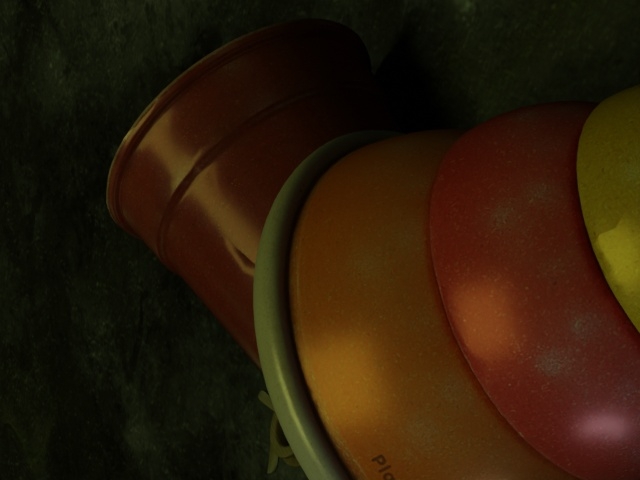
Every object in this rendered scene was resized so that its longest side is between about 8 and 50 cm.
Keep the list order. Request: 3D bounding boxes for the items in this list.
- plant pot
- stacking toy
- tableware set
[{"bbox_3d":[0.000,0.000,1.438,0.265,0.272,0.272,53,141,26],"label":"plant pot"},{"bbox_3d":[0.224,0.015,1.080,0.480,0.351,0.350,-27,73,39],"label":"stacking toy"},{"bbox_3d":[-0.034,0.231,1.666,0.128,0.039,0.194,-24,52,52],"label":"tableware set"}]
